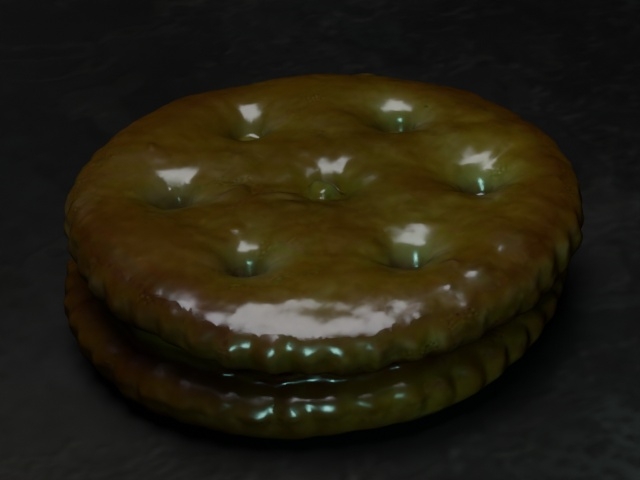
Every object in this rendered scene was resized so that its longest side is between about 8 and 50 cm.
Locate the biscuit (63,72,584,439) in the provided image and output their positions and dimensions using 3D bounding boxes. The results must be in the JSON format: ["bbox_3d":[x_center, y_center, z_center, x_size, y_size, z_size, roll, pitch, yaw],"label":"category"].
[{"bbox_3d":[0.000,0.000,0.831,0.221,0.066,0.220,-2,33,1],"label":"biscuit"}]
